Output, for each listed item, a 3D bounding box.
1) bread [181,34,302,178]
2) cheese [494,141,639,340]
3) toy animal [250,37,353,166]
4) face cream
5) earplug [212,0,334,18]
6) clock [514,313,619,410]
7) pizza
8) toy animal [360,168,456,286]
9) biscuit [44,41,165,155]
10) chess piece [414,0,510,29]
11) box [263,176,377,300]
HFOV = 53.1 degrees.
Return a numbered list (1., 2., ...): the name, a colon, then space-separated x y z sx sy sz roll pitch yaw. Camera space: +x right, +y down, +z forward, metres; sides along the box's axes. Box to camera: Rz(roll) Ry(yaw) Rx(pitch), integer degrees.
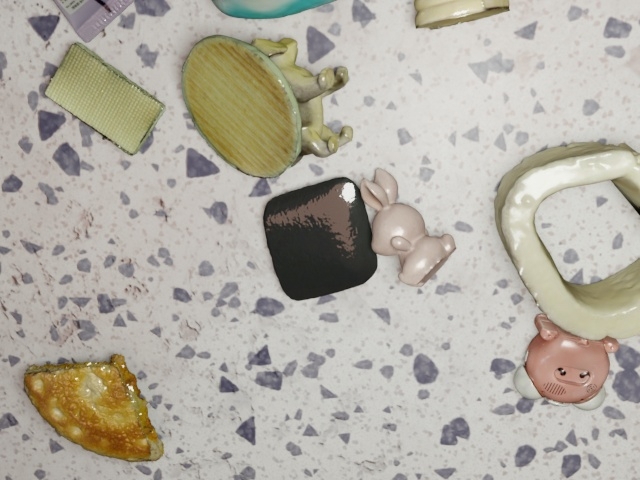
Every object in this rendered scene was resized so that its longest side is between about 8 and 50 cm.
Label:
1. bread: -0.131 -0.223 1.084 0.267 0.040 0.267 26 140 25
2. cheese: 0.459 -0.015 1.069 0.292 0.153 0.332 -38 99 16
3. toy animal: -0.033 -0.244 1.098 0.168 0.121 0.233 -7 115 27
4. face cream: -0.450 -0.498 1.105 0.154 0.096 0.274 -35 111 13
5. earplug: -0.033 -0.448 1.016 0.323 0.185 0.185 -13 103 17
6. clock: 0.450 0.234 1.171 0.165 0.093 0.162 10 110 4
7. pizza: -0.452 0.331 1.328 0.335 0.086 0.226 32 103 -3
8. toy animal: 0.136 -0.021 1.144 0.124 0.124 0.212 -41 75 16
9. biscuit: -0.395 -0.258 1.180 0.199 0.040 0.121 37 105 -4
10. chess piece: 0.203 -0.500 0.998 0.138 0.124 0.307 0 104 41
11. box: 0.000 0.000 1.194 0.201 0.042 0.213 -15 104 12
